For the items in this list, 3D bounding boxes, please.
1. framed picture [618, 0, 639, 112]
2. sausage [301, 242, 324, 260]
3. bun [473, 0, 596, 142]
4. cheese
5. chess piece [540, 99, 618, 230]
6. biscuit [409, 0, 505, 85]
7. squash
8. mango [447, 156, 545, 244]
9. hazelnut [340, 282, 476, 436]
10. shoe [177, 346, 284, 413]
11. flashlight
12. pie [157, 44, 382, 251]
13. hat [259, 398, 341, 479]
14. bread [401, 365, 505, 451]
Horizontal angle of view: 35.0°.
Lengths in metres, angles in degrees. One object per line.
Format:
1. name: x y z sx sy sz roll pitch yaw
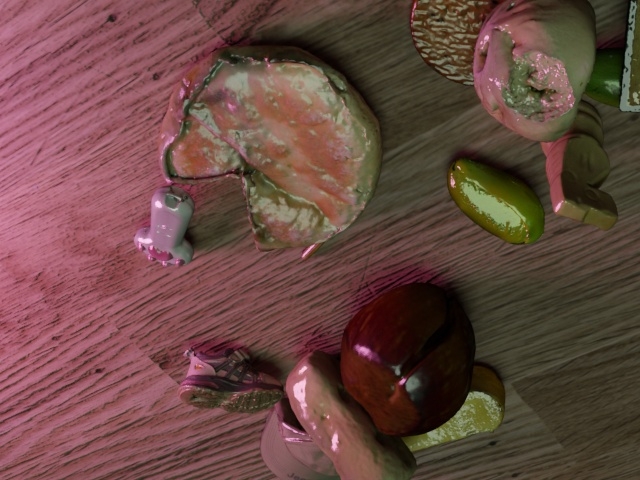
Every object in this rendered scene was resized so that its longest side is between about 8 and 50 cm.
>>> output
1. framed picture: 0.534 -0.272 1.191 0.339 0.014 0.255 2 109 5
2. sausage: 0.000 0.000 1.539 0.015 0.015 0.100 32 126 -18
3. bun: 0.244 -0.206 1.186 0.128 0.193 0.178 12 117 -1
4. cheese: 0.047 0.291 1.627 0.093 0.263 0.159 -44 160 13
5. chess piece: 0.329 -0.091 1.303 0.090 0.200 0.090 4 131 4
6. biscuit: 0.207 -0.278 1.275 0.188 0.027 0.187 3 129 3
7. squash: 0.462 -0.199 1.275 0.293 0.082 0.082 3 130 4
8. mango: 0.248 -0.060 1.425 0.165 0.074 0.091 42 130 -10
9. hazelnut: 0.136 0.178 1.565 0.218 0.218 0.233 -3 127 10
10. shoe: -0.151 0.232 1.707 0.180 0.092 0.089 7 145 -17
11. flashlight: -0.225 -0.016 1.491 0.093 0.047 0.200 22 151 -4
12. pie: -0.060 -0.127 1.404 0.338 0.075 0.337 3 128 4
13. hat: -0.004 0.394 1.799 0.214 0.149 0.244 15 119 -5
14. bread: 0.191 0.282 1.705 0.246 0.094 0.102 -20 115 21
